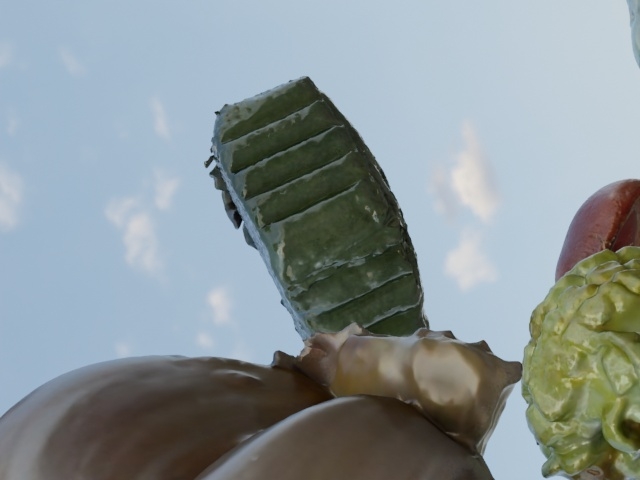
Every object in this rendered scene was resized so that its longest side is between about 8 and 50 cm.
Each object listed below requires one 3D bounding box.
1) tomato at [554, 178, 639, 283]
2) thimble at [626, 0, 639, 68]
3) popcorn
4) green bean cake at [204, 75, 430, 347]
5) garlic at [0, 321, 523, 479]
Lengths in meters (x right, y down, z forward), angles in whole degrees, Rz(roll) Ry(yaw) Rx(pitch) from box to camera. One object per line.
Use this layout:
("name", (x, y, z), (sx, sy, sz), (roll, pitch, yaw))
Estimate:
("tomato", (0.257, 0.013, 1.450), (0.155, 0.069, 0.156), (-28, -50, -40))
("thimble", (0.280, -0.168, 0.928), (0.185, 0.211, 0.149), (6, -103, -61))
("popcorn", (0.184, 0.073, 0.943), (0.162, 0.141, 0.135), (80, 176, -68))
("green bean cake", (0.000, 0.000, 1.385), (0.222, 0.125, 0.227), (57, 168, 41))
("garlic", (-0.027, 0.138, 0.498), (0.191, 0.160, 0.214), (-40, -43, -37))
